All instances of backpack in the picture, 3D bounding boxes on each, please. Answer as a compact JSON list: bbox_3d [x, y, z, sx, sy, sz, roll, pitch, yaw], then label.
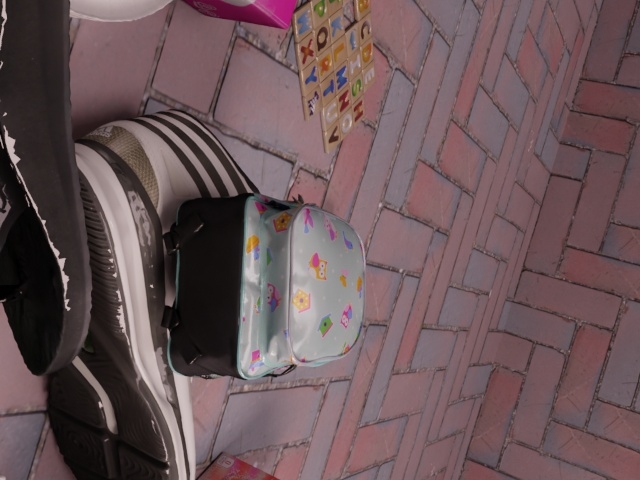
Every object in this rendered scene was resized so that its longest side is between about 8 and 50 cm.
[{"bbox_3d":[-0.037,0.041,0.694,0.188,0.145,0.165,10,78,-67],"label":"backpack"}]

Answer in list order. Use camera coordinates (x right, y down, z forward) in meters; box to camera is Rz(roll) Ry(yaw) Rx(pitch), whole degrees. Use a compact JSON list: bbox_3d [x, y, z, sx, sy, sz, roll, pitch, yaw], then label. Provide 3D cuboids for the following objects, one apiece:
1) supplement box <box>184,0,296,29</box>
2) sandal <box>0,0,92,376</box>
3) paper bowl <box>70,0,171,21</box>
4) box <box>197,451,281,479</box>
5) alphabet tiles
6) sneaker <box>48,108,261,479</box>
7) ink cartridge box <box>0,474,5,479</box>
[{"bbox_3d":[-0.069,-0.334,0.742,0.111,0.114,0.219,17,89,-65],"label":"supplement box"},{"bbox_3d":[-0.233,-0.071,0.493,0.107,0.167,0.445,-21,141,-32],"label":"sandal"},{"bbox_3d":[-0.157,-0.305,0.553,0.284,0.148,0.284,-42,141,-48],"label":"paper bowl"},{"bbox_3d":[-0.151,0.446,0.994,0.300,0.154,0.142,-39,138,-47],"label":"box"},{"bbox_3d":[0.027,-0.252,1.091,0.198,0.009,0.237,-50,145,-39],"label":"alphabet tiles"},{"bbox_3d":[-0.140,0.081,0.783,0.257,0.169,0.447,-36,134,-48],"label":"sneaker"},{"bbox_3d":[-0.330,0.169,0.550,0.189,0.097,0.255,14,93,-63],"label":"ink cartridge box"}]
